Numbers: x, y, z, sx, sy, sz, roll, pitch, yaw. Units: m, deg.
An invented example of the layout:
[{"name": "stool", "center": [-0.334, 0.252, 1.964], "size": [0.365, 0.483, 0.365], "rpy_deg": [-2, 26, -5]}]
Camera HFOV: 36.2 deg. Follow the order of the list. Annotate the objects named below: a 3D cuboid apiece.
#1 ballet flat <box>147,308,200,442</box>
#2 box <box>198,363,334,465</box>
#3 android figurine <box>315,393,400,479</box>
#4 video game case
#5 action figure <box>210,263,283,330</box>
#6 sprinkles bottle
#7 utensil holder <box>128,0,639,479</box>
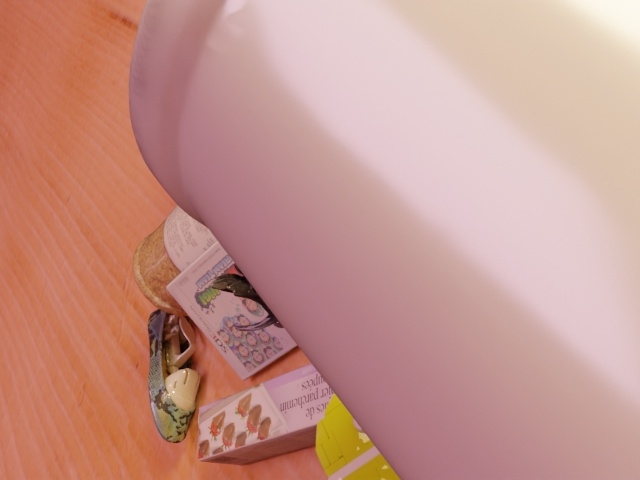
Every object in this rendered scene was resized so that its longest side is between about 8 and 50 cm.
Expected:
[{"name": "ballet flat", "center": [-0.184, 0.161, 1.243], "size": [0.070, 0.070, 0.188], "rpy_deg": [-44, 48, 40]}, {"name": "box", "center": [-0.021, 0.172, 0.986], "size": [0.324, 0.067, 0.063], "rpy_deg": [-30, 55, 50]}, {"name": "android figurine", "center": [0.092, 0.175, 0.748], "size": [0.248, 0.056, 0.272], "rpy_deg": [-35, 50, 11]}, {"name": "video game case", "center": [-0.087, 0.072, 1.081], "size": [0.143, 0.019, 0.157], "rpy_deg": [51, 134, -1]}, {"name": "action figure", "center": [0.000, 0.000, 0.913], "size": [0.141, 0.164, 0.275], "rpy_deg": [52, 130, 47]}, {"name": "sprinkles bottle", "center": [-0.087, -0.036, 1.108], "size": [0.355, 0.121, 0.121], "rpy_deg": [-39, 48, 44]}, {"name": "utensil holder", "center": [0.145, 0.001, 0.467], "size": [0.385, 0.328, 0.327], "rpy_deg": [52, 124, 24]}]
